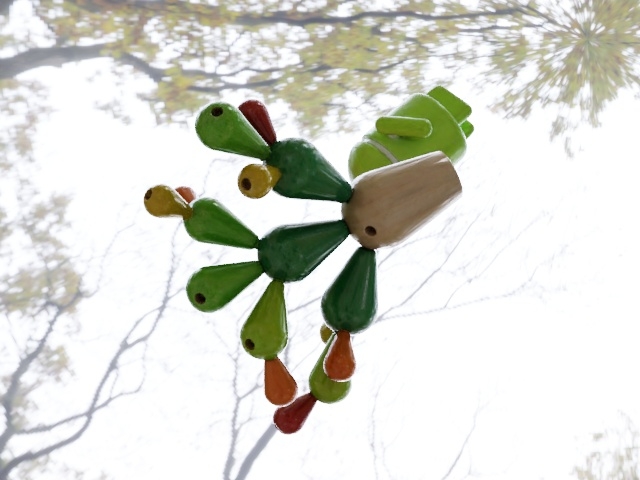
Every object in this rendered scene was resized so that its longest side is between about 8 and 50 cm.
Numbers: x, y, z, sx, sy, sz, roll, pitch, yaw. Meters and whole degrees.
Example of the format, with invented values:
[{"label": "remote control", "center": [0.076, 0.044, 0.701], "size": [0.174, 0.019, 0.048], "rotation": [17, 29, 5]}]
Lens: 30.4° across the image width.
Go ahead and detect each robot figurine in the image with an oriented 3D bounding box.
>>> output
[{"label": "robot figurine", "center": [0.069, -0.070, 0.934], "size": [0.115, 0.101, 0.067], "rotation": [-41, -119, -13]}]

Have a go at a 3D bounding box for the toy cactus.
[{"label": "toy cactus", "center": [0.000, 0.000, 0.727], "size": [0.181, 0.112, 0.218], "rotation": [-26, -74, -11]}]
